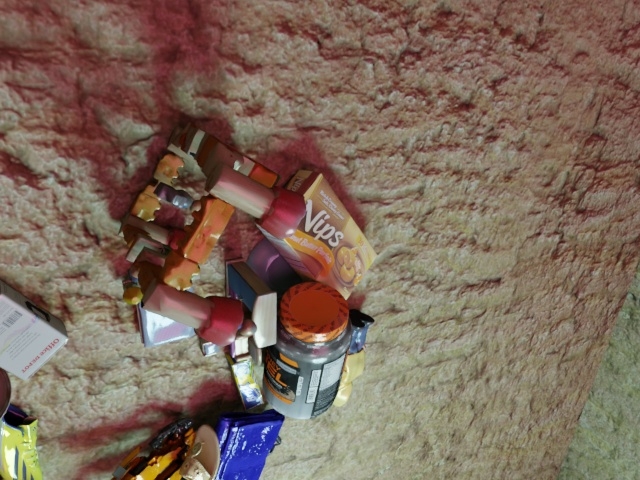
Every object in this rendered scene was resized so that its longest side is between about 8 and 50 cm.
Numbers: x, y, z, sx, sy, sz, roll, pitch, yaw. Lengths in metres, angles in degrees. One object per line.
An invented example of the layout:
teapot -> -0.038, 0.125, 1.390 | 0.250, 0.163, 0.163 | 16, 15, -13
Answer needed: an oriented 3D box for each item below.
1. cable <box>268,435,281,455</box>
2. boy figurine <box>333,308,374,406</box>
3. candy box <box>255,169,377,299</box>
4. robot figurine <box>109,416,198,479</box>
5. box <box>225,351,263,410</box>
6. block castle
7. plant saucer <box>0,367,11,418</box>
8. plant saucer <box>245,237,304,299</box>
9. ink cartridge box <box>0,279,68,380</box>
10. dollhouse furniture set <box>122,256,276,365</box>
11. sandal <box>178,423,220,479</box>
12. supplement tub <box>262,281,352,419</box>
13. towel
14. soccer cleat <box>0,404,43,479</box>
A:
cable -> -0.201, 0.582, 1.677 | 0.185, 0.047, 0.150 | -25, 125, -17
boy figurine -> 0.077, 0.343, 1.703 | 0.177, 0.092, 0.285 | -17, 128, -53
candy box -> 0.000, 0.000, 1.470 | 0.183, 0.088, 0.316 | -53, 129, -20
robot figurine -> -0.409, 0.573, 1.472 | 0.291, 0.085, 0.211 | -38, 129, -45
box -> -0.201, 0.368, 1.567 | 0.054, 0.059, 0.168 | -22, 122, -18
block castle -> -0.208, -0.030, 1.133 | 0.213, 0.453, 0.303 | 27, 96, -30
plant saucer -> -0.716, 0.313, 1.203 | 0.169, 0.029, 0.168 | 2, 79, -13
plant saucer -> -0.097, 0.073, 1.504 | 0.195, 0.037, 0.194 | -14, 120, -26
ink cartridge box -> -0.632, 0.186, 1.211 | 0.127, 0.072, 0.175 | -44, 127, -6
dollhouse furniture set -> -0.280, 0.206, 1.355 | 0.304, 0.198, 0.286 | -11, 117, -26
sandal -> -0.312, 0.583, 1.458 | 0.079, 0.088, 0.239 | 7, 91, -58
supplement tub -> -0.035, 0.276, 1.480 | 0.207, 0.207, 0.337 | -14, 136, -25
towel -> -0.222, 0.600, 1.577 | 0.228, 0.076, 0.308 | 13, 104, -47
soccer cleat -> -0.669, 0.453, 1.305 | 0.121, 0.093, 0.289 | -27, 124, -20
